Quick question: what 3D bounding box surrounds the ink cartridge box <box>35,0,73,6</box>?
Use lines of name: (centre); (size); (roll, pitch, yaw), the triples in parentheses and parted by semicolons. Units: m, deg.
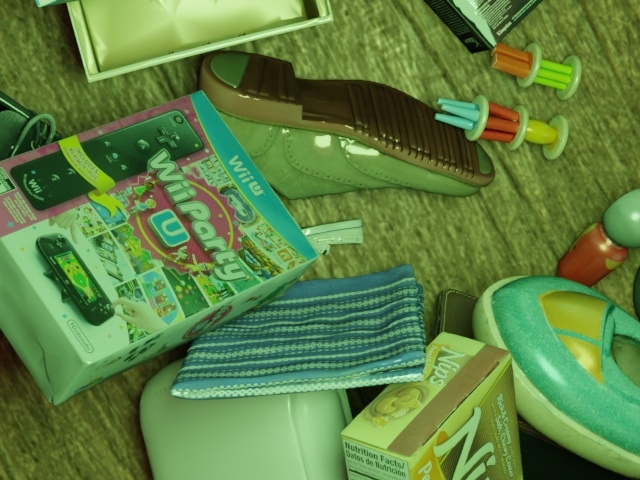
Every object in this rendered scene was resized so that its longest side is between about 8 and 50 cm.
ink cartridge box: (-0.233, -0.289, 1.547); (0.090, 0.143, 0.092); (-23, 96, 13)

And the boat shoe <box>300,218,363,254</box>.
boat shoe: (0.000, 0.000, 1.761); (0.100, 0.035, 0.035); (-9, 92, -12)

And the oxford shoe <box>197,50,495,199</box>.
oxford shoe: (0.019, -0.102, 1.736); (0.348, 0.123, 0.130); (17, 123, -12)

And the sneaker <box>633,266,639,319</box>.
sneaker: (0.424, -0.025, 1.770); (0.101, 0.106, 0.267); (9, 91, -5)

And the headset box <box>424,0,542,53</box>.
headset box: (0.154, -0.383, 1.713); (0.218, 0.110, 0.293); (-44, 97, -2)

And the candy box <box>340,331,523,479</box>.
candy box: (0.122, 0.273, 1.568); (0.183, 0.087, 0.316); (-41, 132, -41)

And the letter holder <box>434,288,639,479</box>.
letter holder: (0.231, 0.210, 1.757); (0.302, 0.214, 0.152); (24, 123, -7)

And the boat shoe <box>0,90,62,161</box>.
boat shoe: (-0.346, -0.062, 1.660); (0.500, 0.156, 0.187); (39, 87, -9)

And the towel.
towel: (-0.014, 0.088, 1.601); (0.243, 0.336, 0.040); (-6, 102, 3)

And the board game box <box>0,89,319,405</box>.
board game box: (-0.186, -0.001, 1.551); (0.303, 0.097, 0.224); (-25, 74, -42)

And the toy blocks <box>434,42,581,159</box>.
toy blocks: (0.204, -0.164, 1.747); (0.148, 0.054, 0.123); (12, 88, -18)

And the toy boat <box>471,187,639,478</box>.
toy boat: (0.293, 0.079, 1.655); (0.267, 0.318, 0.148); (31, 131, -12)

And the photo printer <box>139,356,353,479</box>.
photo printer: (-0.064, 0.260, 1.671); (0.107, 0.256, 0.307); (-19, 98, -47)

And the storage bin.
storage bin: (-0.150, -0.324, 1.678); (0.262, 0.123, 0.260); (-15, 96, -5)
